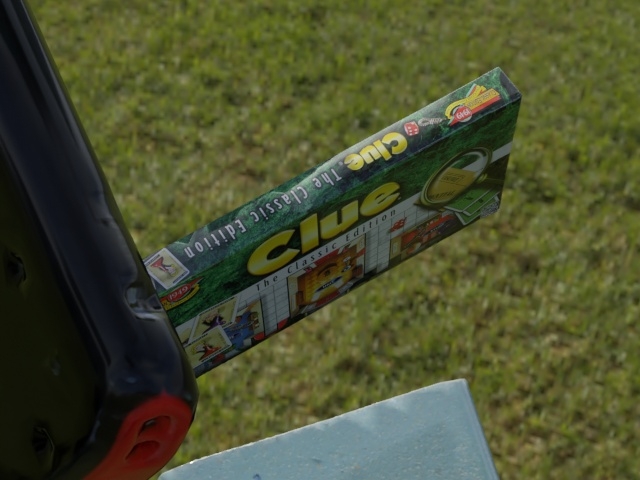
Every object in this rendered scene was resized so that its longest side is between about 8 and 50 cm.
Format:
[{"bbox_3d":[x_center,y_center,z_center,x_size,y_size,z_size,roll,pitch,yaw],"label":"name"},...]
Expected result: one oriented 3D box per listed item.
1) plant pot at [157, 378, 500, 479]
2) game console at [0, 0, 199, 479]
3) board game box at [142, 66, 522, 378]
[{"bbox_3d":[0.038,0.301,1.045,0.247,0.247,0.252,-16,55,-10],"label":"plant pot"},{"bbox_3d":[-0.193,-0.045,0.536,0.060,0.342,0.387,-15,72,-40],"label":"game console"},{"bbox_3d":[0.000,0.000,0.814,0.259,0.136,0.030,-29,63,-13],"label":"board game box"}]
